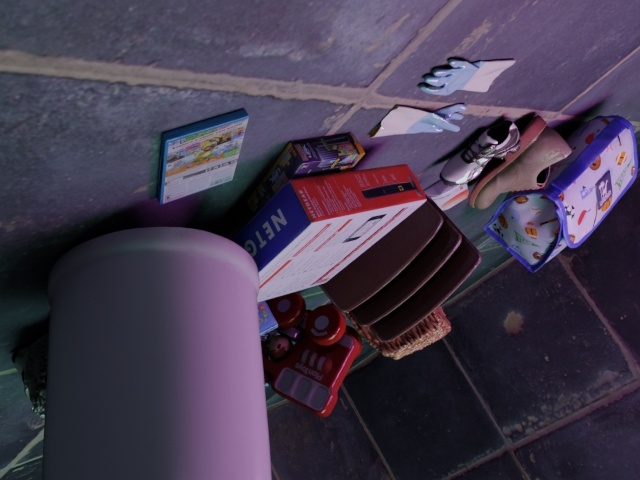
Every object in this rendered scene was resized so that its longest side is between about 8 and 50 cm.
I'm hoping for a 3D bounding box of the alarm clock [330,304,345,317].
[{"bbox_3d":[0.027,0.251,2.267,0.129,0.064,0.192,-9,156,-50],"label":"alarm clock"}]

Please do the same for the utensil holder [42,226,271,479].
[{"bbox_3d":[-0.236,0.225,1.012,0.327,0.386,0.328,-7,148,-4],"label":"utensil holder"}]

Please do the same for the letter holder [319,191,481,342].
[{"bbox_3d":[0.174,0.061,1.520,0.302,0.214,0.152,-44,157,12],"label":"letter holder"}]

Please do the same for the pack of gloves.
[{"bbox_3d":[0.225,-0.236,1.211,0.232,0.046,0.195,-14,158,-44],"label":"pack of gloves"}]

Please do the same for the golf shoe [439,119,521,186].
[{"bbox_3d":[0.340,-0.196,1.500,0.198,0.077,0.094,-34,149,0],"label":"golf shoe"}]

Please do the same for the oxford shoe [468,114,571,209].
[{"bbox_3d":[0.474,-0.152,1.683,0.123,0.130,0.348,-48,174,-27],"label":"oxford shoe"}]

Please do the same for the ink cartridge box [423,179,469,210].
[{"bbox_3d":[0.283,-0.096,1.723,0.179,0.045,0.145,-35,163,6],"label":"ink cartridge box"}]

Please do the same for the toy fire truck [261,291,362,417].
[{"bbox_3d":[-0.053,0.287,1.782,0.254,0.302,0.169,-60,146,-17],"label":"toy fire truck"}]

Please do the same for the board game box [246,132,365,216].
[{"bbox_3d":[-0.026,-0.105,1.162,0.141,0.048,0.170,-17,159,-40],"label":"board game box"}]

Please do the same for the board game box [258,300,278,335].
[{"bbox_3d":[-0.215,0.154,1.400,0.211,0.160,0.039,-27,164,-8],"label":"board game box"}]

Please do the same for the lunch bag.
[{"bbox_3d":[0.659,-0.129,1.858,0.328,0.239,0.385,-43,164,-17],"label":"lunch bag"}]

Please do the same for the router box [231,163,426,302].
[{"bbox_3d":[-0.018,-0.002,1.255,0.301,0.082,0.335,-12,159,-45],"label":"router box"}]

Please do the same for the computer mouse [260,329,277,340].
[{"bbox_3d":[-0.257,0.249,1.728,0.272,0.072,0.188,-31,156,29],"label":"computer mouse"}]

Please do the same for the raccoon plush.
[{"bbox_3d":[-0.341,0.268,1.303,0.446,0.216,0.299,2,156,-13],"label":"raccoon plush"}]

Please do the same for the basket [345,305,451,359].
[{"bbox_3d":[0.185,0.163,1.858,0.213,0.299,0.223,-33,163,10],"label":"basket"}]

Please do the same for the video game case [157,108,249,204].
[{"bbox_3d":[-0.166,-0.113,0.959,0.119,0.015,0.166,-22,162,-24],"label":"video game case"}]
